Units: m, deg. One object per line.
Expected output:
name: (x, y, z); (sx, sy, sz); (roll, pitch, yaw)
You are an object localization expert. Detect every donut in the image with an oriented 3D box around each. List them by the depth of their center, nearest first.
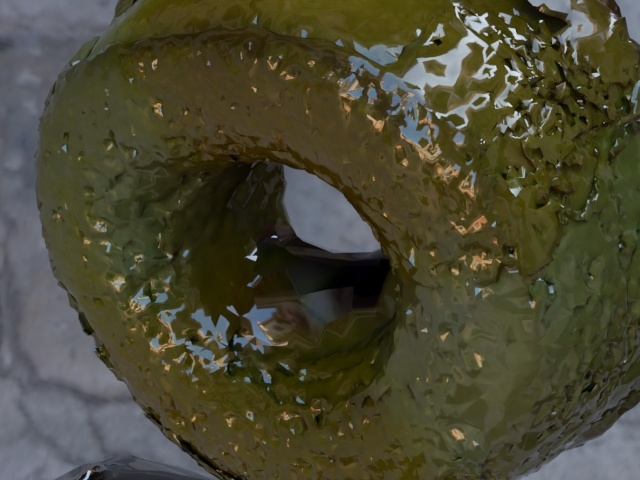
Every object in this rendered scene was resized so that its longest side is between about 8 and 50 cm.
donut: (0.000, 0.000, 0.652); (0.272, 0.272, 0.107); (38, 39, 12)

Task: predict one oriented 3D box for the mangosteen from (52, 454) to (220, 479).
mangosteen: (-0.185, 0.380, 1.549); (0.381, 0.421, 0.381); (2, 87, -35)
